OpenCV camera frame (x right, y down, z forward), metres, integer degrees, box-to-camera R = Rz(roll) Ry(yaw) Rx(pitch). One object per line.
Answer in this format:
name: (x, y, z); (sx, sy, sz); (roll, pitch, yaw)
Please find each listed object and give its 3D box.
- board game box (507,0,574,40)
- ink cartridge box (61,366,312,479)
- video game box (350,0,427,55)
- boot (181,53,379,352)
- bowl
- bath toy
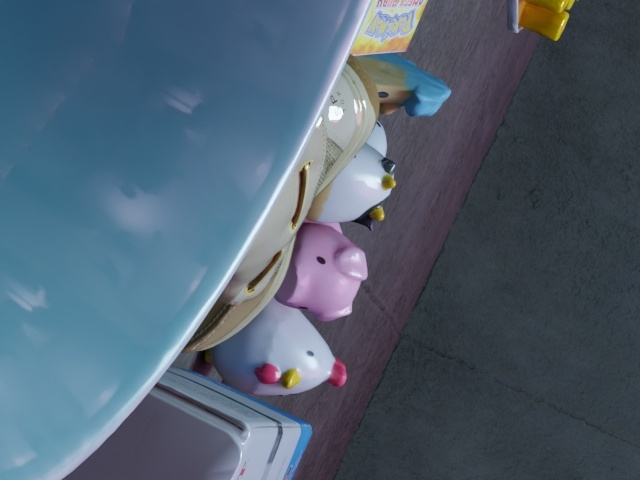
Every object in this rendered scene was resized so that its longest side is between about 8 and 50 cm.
board game box: (0.256, -0.399, 1.030); (0.390, 0.050, 0.390); (-61, 165, -10)
ink cartridge box: (-0.125, 0.214, 0.969); (0.223, 0.129, 0.307); (-64, 170, -4)
video game box: (0.024, -0.207, 0.825); (0.205, 0.048, 0.187); (-17, 138, -55)
boot: (-0.088, 0.007, 0.785); (0.203, 0.095, 0.262); (-35, 167, -51)
bowl: (-0.087, -0.105, 0.327); (0.311, 0.163, 0.311); (-61, 170, -19)
bath toy: (0.000, 0.000, 1.114); (0.151, 0.129, 0.348); (-48, 161, -60)
